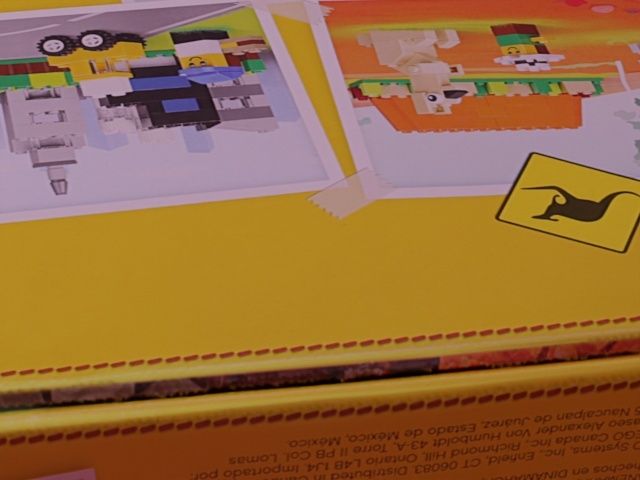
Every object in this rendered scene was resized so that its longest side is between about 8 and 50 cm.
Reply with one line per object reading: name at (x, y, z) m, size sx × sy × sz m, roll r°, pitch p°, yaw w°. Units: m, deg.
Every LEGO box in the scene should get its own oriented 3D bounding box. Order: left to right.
LEGO box at (0.000, 0.000, 0.676) m, size 0.500 × 0.193 × 0.372 m, roll -4°, pitch 37°, yaw -11°
